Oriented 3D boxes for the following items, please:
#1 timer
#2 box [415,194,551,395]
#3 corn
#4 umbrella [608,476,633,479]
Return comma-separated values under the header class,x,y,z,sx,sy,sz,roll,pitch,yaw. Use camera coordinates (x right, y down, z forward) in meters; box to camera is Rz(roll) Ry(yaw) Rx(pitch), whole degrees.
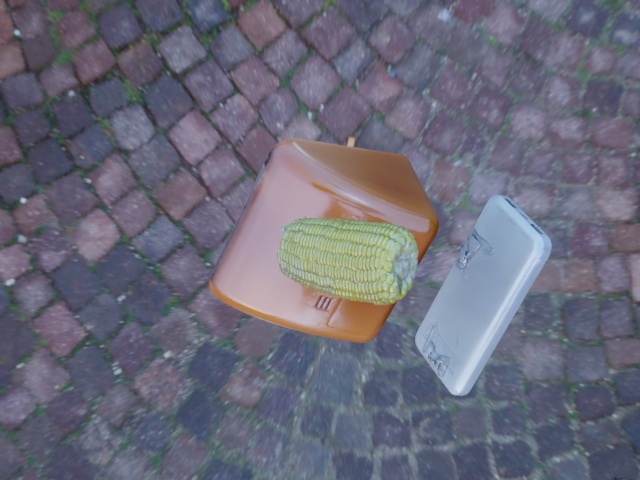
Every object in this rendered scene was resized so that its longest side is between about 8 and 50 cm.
class,x,y,z,sx,sy,sz,roll,pitch,yaw
timer,0.000,0.000,1.432,0.250,0.161,0.257,13,119,-28
box,0.233,0.082,1.528,0.044,0.142,0.285,9,120,-32
corn,0.026,0.017,1.085,0.165,0.063,0.085,12,111,42
umbrella,0.166,0.289,0.917,0.337,0.073,0.067,-18,67,-30
